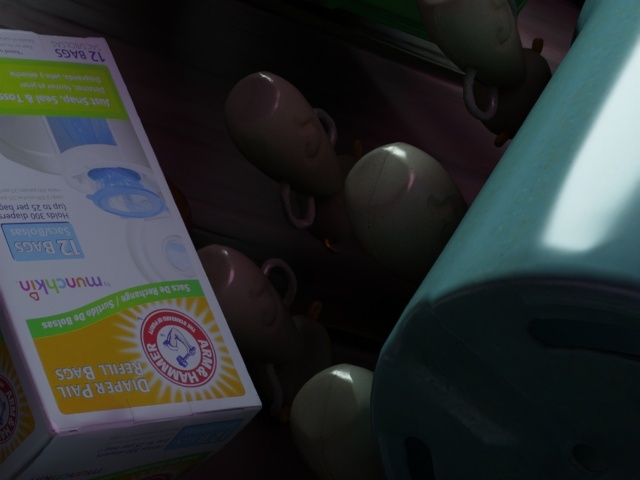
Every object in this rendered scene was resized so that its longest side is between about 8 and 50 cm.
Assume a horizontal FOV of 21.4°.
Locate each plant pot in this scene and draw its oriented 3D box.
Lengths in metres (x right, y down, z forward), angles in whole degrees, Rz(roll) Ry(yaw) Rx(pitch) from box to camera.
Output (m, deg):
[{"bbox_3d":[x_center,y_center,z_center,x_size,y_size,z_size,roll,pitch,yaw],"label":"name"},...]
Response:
[{"bbox_3d":[0.211,0.017,0.744,0.341,0.341,0.334,44,52,-4],"label":"plant pot"}]

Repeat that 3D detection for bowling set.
[{"bbox_3d":[0.000,0.000,0.857,0.154,0.200,0.287,46,58,-54],"label":"bowling set"}]

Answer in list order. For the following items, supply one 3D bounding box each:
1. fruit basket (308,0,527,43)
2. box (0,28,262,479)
[{"bbox_3d":[-0.014,-0.256,0.983,0.353,0.165,0.327,39,4,-5],"label":"fruit basket"},{"bbox_3d":[-0.129,0.017,0.746,0.114,0.103,0.203,-1,58,-44],"label":"box"}]
